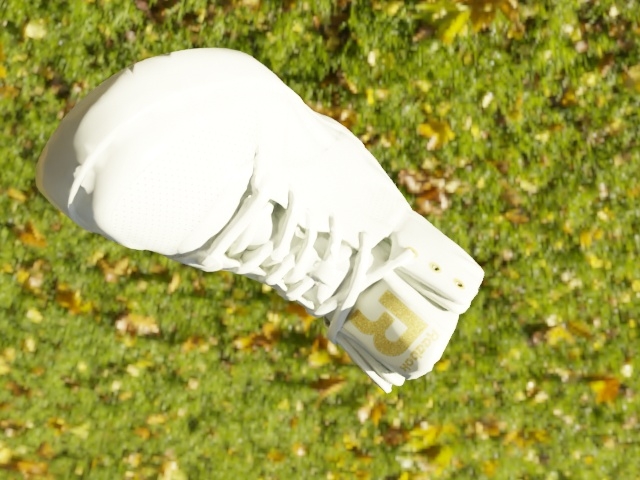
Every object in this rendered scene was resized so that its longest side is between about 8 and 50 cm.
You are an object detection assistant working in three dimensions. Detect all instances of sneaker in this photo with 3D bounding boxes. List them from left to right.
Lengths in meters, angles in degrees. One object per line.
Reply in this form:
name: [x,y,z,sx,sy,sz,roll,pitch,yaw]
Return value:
sneaker: [0.000,0.000,0.519,0.108,0.169,0.292,-50,159,18]
